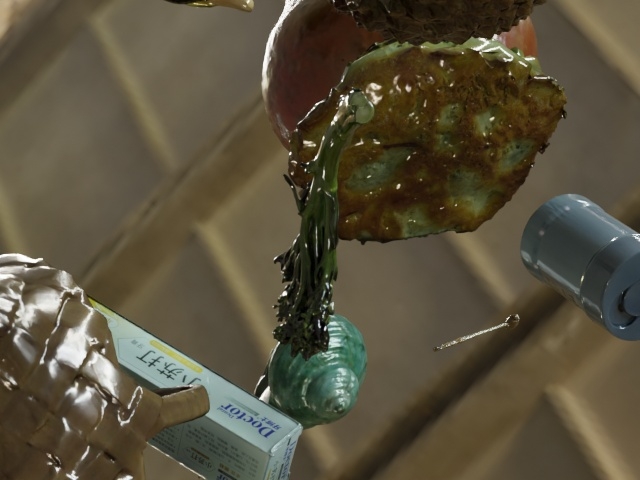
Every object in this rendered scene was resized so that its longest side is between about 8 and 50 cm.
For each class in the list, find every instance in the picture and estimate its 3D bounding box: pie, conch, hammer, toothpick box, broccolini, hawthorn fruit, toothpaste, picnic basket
[{"bbox_3d":[0.127,-0.128,2.309,0.103,0.354,0.288,-113,-159,-47],"label":"pie"},{"bbox_3d":[-0.010,0.193,2.546,0.202,0.134,0.196,-89,-160,-83],"label":"conch"},{"bbox_3d":[0.185,0.112,2.207,0.014,0.123,0.029,58,-32,25],"label":"hammer"},{"bbox_3d":[0.282,0.025,1.862,0.101,0.101,0.153,-50,-146,1],"label":"toothpick box"},{"bbox_3d":[0.001,-0.006,1.353,0.271,0.062,0.123,108,-28,-55],"label":"broccolini"},{"bbox_3d":[0.132,-0.253,2.579,0.403,0.403,0.403,-38,-151,25],"label":"hawthorn fruit"},{"bbox_3d":[-0.168,0.158,1.916,0.071,0.313,0.089,-36,149,-49],"label":"toothpaste"},{"bbox_3d":[-0.252,0.175,1.716,0.293,0.337,0.337,-12,-136,36],"label":"picnic basket"}]

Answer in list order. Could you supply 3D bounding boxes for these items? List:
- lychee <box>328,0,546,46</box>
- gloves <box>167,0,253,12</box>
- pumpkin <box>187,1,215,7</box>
[{"bbox_3d":[0.096,-0.264,1.459,0.236,0.271,0.236,-13,-112,33],"label":"lychee"},{"bbox_3d":[-0.142,-0.274,1.829,0.106,0.180,0.129,-39,-152,12],"label":"gloves"},{"bbox_3d":[-0.168,-0.413,2.447,0.217,0.217,0.110,-20,-160,47],"label":"pumpkin"}]
